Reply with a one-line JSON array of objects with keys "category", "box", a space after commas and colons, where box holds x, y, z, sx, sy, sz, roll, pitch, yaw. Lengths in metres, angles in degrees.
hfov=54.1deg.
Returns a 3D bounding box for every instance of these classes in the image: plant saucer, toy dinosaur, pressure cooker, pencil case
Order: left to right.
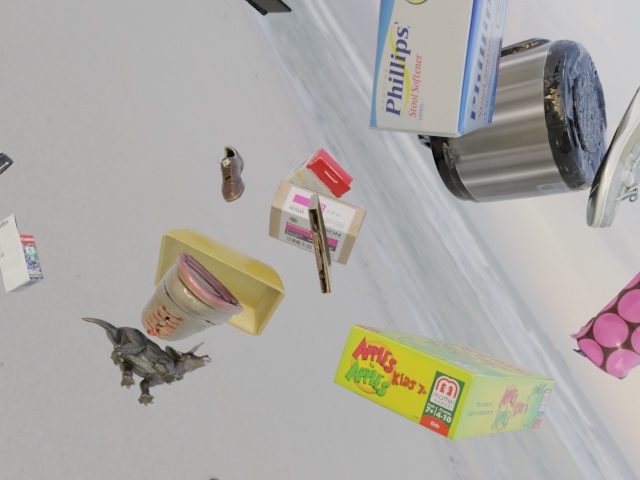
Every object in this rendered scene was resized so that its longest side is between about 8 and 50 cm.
[{"category": "toy dinosaur", "box": [-0.400, 0.259, 1.393, 0.313, 0.121, 0.160, 29, 11, -22]}, {"category": "plant saucer", "box": [-0.265, 0.102, 1.668, 0.333, 0.332, 0.081, 27, 56, -4]}, {"category": "pressure cooker", "box": [0.460, -0.280, 1.574, 0.370, 0.420, 0.375, 59, 46, -27]}, {"category": "pencil case", "box": [0.480, 0.109, 0.942, 0.095, 0.209, 0.098, 18, 27, -41]}]

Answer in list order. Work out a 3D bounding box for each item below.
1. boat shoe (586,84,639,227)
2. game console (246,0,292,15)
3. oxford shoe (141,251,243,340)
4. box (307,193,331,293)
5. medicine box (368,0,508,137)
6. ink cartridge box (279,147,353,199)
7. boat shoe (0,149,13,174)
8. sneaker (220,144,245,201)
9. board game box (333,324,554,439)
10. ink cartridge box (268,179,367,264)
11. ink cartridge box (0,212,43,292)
[{"category": "boat shoe", "box": [0.617, -0.163, 1.231, 0.103, 0.320, 0.118, 25, -11, 17]}, {"category": "game console", "box": [-0.129, -0.524, 1.296, 0.122, 0.071, 0.107, 18, 50, -60]}, {"category": "oxford shoe", "box": [-0.205, 0.107, 0.954, 0.123, 0.130, 0.348, 46, -13, 0]}, {"category": "box", "box": [0.000, 0.000, 1.238, 0.201, 0.021, 0.164, -82, 163, -78]}, {"category": "medicine box", "box": [0.200, -0.316, 1.019, 0.289, 0.149, 0.263, -31, 128, -62]}, {"category": "ink cartridge box", "box": [-0.002, -0.175, 1.818, 0.134, 0.231, 0.078, 44, 56, -14]}, {"category": "boat shoe", "box": [-0.656, -0.120, 1.229, 0.038, 0.125, 0.046, 40, -9, -15]}, {"category": "sneaker", "box": [-0.243, -0.178, 1.656, 0.188, 0.066, 0.071, -97, 160, -48]}, {"category": "board game box", "box": [0.100, 0.104, 0.466, 0.092, 0.043, 0.181, 17, -1, 36]}, {"category": "ink cartridge box", "box": [-0.014, -0.044, 1.653, 0.235, 0.088, 0.193, 21, -25, 4]}, {"category": "ink cartridge box", "box": [-0.489, 0.020, 1.011, 0.029, 0.063, 0.115, 4, 65, -61]}]
